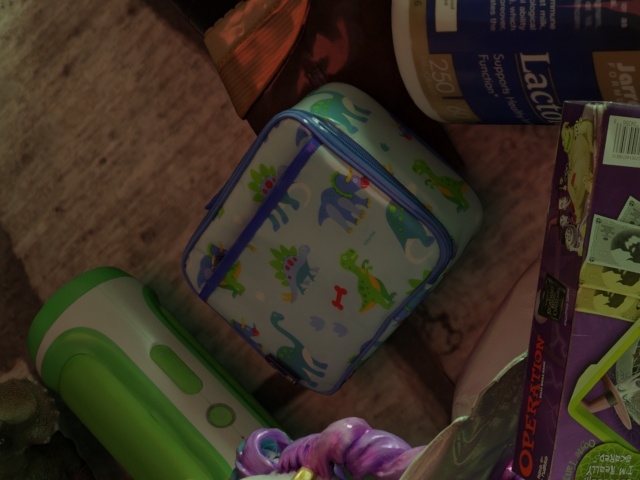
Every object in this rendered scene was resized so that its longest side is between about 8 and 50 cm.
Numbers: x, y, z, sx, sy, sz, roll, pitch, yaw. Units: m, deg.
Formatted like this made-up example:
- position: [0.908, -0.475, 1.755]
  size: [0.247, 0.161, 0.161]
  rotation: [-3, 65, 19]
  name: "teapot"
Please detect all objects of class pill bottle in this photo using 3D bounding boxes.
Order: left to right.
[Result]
- position: [0.194, -0.152, 0.895]
  size: [0.264, 0.153, 0.153]
  rotation: [4, 94, 32]
  name: "pill bottle"

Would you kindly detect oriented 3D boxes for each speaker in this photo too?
- position: [-0.113, 0.155, 1.119]
  size: [0.296, 0.131, 0.131]
  rotation: [43, 113, 23]
  name: "speaker"

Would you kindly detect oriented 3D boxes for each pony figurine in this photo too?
- position: [0.118, 0.196, 0.911]
  size: [0.363, 0.303, 0.351]
  rotation: [41, 114, 5]
  name: "pony figurine"

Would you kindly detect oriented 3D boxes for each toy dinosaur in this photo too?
- position: [-0.278, 0.190, 1.219]
  size: [0.160, 0.121, 0.313]
  rotation: [65, 159, -9]
  name: "toy dinosaur"

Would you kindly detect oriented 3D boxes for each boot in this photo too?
- position: [0.051, -0.142, 1.037]
  size: [0.248, 0.090, 0.207]
  rotation: [-37, 92, 23]
  name: "boot"

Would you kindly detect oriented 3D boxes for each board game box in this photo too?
- position: [0.282, 0.041, 0.764]
  size: [0.056, 0.346, 0.208]
  rotation: [-167, 82, -69]
  name: "board game box"

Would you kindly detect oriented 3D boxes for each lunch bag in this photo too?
- position: [0.000, 0.000, 1.017]
  size: [0.176, 0.090, 0.219]
  rotation: [43, 131, 4]
  name: "lunch bag"

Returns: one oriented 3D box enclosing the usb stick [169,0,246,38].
- position: [-0.125, -0.252, 1.155]
  size: [0.278, 0.045, 0.077]
  rotation: [47, 118, 21]
  name: "usb stick"
